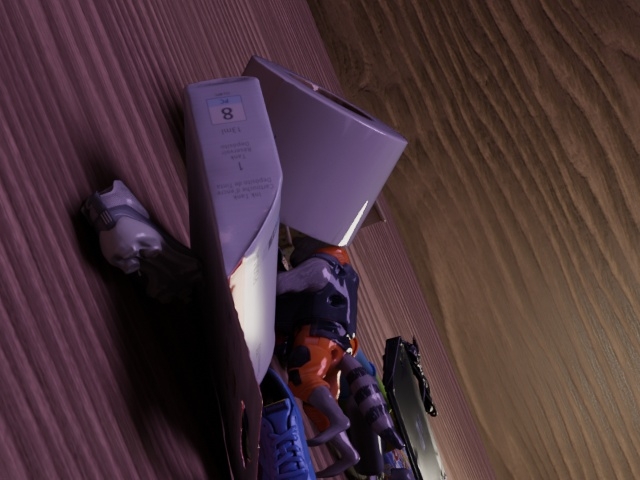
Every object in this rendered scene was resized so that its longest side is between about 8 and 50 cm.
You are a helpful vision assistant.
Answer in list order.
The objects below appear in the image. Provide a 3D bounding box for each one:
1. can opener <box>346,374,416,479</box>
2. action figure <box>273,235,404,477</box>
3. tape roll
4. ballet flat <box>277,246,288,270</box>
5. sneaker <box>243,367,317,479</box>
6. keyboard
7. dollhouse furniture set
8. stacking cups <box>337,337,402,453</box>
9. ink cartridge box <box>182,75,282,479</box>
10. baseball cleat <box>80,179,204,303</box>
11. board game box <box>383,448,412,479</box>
[{"bbox_3d":[0.090,0.313,1.977,0.074,0.093,0.280,-82,163,-49],"label":"can opener"},{"bbox_3d":[0.015,0.147,1.795,0.341,0.179,0.330,48,32,-62],"label":"action figure"},{"bbox_3d":[-0.025,-0.123,1.805,0.246,0.169,0.246,29,9,-5],"label":"tape roll"},{"bbox_3d":[-0.081,0.002,1.918,0.173,0.049,0.057,57,16,-50],"label":"ballet flat"},{"bbox_3d":[-0.046,0.236,1.494,0.082,0.069,0.209,89,-13,-46],"label":"sneaker"},{"bbox_3d":[0.149,0.281,2.080,0.201,0.033,0.317,-74,151,-52],"label":"keyboard"},{"bbox_3d":[-0.011,-0.045,2.006,0.101,0.182,0.161,-97,163,-55],"label":"dollhouse furniture set"},{"bbox_3d":[0.032,0.194,2.048,0.316,0.096,0.096,59,13,-29],"label":"stacking cups"},{"bbox_3d":[-0.070,0.070,1.391,0.308,0.091,0.385,96,-19,-53],"label":"ink cartridge box"},{"bbox_3d":[-0.178,-0.003,1.344,0.109,0.072,0.206,60,0,19],"label":"baseball cleat"},{"bbox_3d":[0.110,0.356,2.248,0.136,0.035,0.201,-98,163,-54],"label":"board game box"}]
